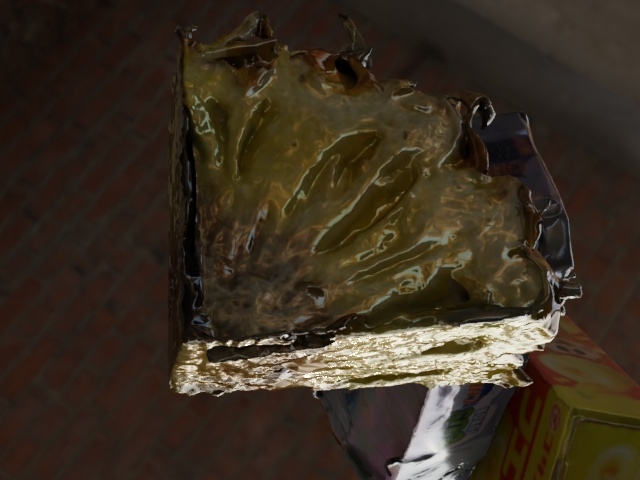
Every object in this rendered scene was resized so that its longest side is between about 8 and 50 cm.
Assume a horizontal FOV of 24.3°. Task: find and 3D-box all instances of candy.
[{"bbox_3d":[0.155,0.138,1.081,0.276,0.088,0.146,-124,-133,-71],"label":"candy"}]

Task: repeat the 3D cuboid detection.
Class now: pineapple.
[{"bbox_3d":[0.000,0.000,0.709,0.186,0.236,0.114,-50,167,-24],"label":"pineapple"}]

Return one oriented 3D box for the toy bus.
[{"bbox_3d":[0.074,0.059,0.980,0.112,0.138,0.317,-12,147,-15],"label":"toy bus"}]
